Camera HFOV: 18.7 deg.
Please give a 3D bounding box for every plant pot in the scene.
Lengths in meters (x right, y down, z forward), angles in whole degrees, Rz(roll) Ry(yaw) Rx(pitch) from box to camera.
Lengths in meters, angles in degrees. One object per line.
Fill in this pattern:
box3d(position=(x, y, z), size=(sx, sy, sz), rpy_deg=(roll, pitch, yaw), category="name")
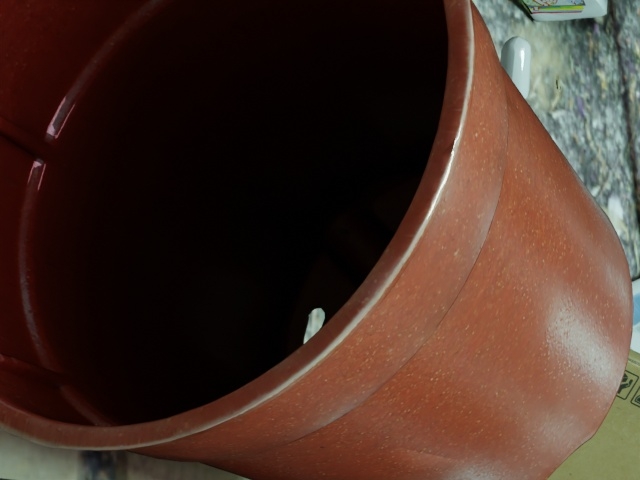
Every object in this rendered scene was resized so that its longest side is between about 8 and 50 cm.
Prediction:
box3d(position=(0.000, 0.000, 0.871), size=(0.265, 0.272, 0.272), rpy_deg=(37, 57, -53), category="plant pot")

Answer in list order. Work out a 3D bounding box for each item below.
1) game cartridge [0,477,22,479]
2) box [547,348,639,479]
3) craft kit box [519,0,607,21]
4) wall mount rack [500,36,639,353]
box3d(position=(-0.092, 0.294, 0.854), size=(0.230, 0.068, 0.355), rpy_deg=(20, 70, -45), category="game cartridge")
box3d(position=(0.193, 0.159, 1.097), size=(0.201, 0.164, 0.021), rpy_deg=(26, 19, -5), category="box")
box3d(position=(0.119, -0.289, 1.165), size=(0.246, 0.061, 0.250), rpy_deg=(33, 59, -64), category="craft kit box")
box3d(position=(0.212, 0.019, 1.229), size=(0.350, 0.130, 0.304), rpy_deg=(-17, 73, -53), category="wall mount rack")
